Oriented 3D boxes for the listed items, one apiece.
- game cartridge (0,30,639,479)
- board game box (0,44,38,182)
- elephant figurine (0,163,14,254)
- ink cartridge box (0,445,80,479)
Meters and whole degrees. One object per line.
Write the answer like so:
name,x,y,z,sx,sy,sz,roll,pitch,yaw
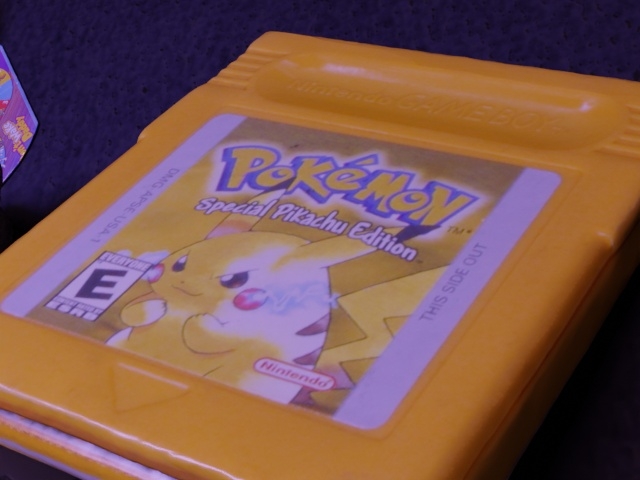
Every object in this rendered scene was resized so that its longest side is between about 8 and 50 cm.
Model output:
game cartridge,0.000,0.000,0.586,0.285,0.053,0.324,13,45,31
board game box,-0.279,-0.085,0.859,0.133,0.033,0.169,-34,52,3
elephant figurine,-0.330,-0.029,0.763,0.239,0.169,0.186,20,55,21
ink cartridge box,-0.202,0.106,0.666,0.122,0.088,0.052,20,68,33
